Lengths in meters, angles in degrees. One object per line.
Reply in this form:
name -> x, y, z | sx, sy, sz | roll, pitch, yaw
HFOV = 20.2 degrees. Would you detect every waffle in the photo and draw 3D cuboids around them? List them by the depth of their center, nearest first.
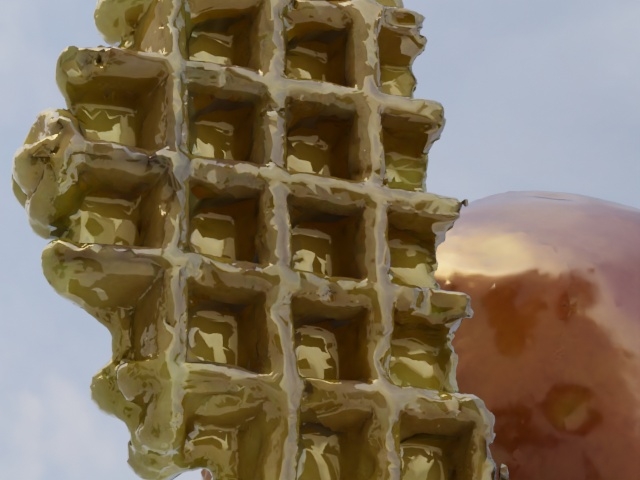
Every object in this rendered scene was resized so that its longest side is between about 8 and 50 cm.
waffle -> 0.000, 0.000, 0.495 | 0.192, 0.160, 0.046 | 54, -33, 9

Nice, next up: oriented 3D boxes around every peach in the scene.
peach -> 0.096, 0.138, 0.948 | 0.342, 0.301, 0.343 | -22, -128, 32
